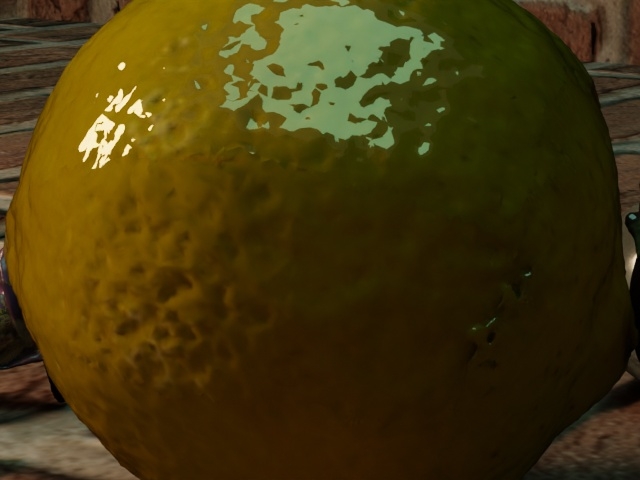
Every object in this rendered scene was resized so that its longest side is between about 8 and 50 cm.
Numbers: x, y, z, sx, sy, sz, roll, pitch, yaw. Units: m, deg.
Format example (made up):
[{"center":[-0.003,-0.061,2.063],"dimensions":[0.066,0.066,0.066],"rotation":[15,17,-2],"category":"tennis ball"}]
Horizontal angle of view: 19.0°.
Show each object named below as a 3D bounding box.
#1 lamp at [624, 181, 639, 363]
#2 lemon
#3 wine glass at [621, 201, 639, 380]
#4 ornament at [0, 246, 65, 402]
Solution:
[{"center":[0.245,0.029,0.898],"dimensions":[0.223,0.215,0.151],"rotation":[-43,1,-34],"category":"lamp"},{"center":[0.002,0.000,0.854],"dimensions":[0.293,0.293,0.293],"rotation":[1,11,0],"category":"lemon"},{"center":[0.190,0.025,1.107],"dimensions":[0.241,0.126,0.126],"rotation":[11,15,42],"category":"wine glass"},{"center":[-0.239,0.065,1.036],"dimensions":[0.203,0.088,0.081],"rotation":[-17,41,-20],"category":"ornament"}]
